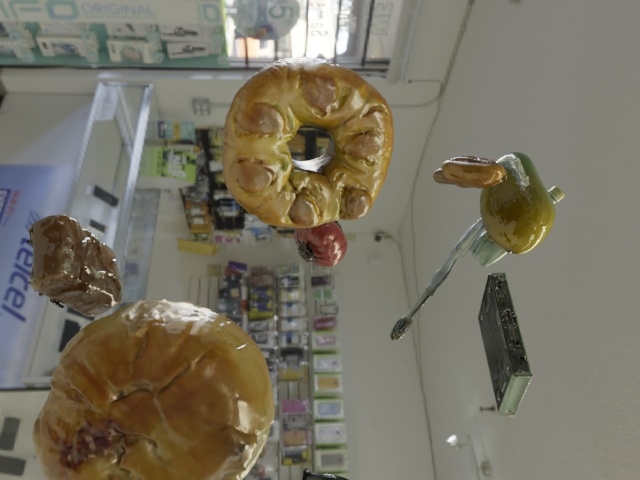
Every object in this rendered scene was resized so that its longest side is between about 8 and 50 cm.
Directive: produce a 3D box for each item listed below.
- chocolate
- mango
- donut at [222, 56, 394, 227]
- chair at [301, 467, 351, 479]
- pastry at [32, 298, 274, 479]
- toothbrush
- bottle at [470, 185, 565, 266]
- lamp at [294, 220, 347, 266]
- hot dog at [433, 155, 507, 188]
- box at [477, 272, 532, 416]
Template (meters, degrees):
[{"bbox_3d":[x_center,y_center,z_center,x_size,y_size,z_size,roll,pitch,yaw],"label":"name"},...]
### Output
[{"bbox_3d":[-0.463,0.053,1.054,0.214,0.093,0.148,60,14,-65],"label":"chocolate"},{"bbox_3d":[0.387,-0.077,1.097,0.091,0.137,0.238,44,29,-38],"label":"mango"},{"bbox_3d":[-0.016,-0.123,0.695,0.114,0.226,0.227,-118,-153,-62],"label":"donut"},{"bbox_3d":[0.005,0.395,0.701,0.104,0.095,0.222,46,31,-19],"label":"chair"},{"bbox_3d":[-0.274,0.302,0.946,0.245,0.409,0.410,106,-17,-85],"label":"pastry"},{"bbox_3d":[0.300,0.087,1.346,0.413,0.035,0.042,-49,179,-19],"label":"toothbrush"},{"bbox_3d":[0.508,-0.040,1.403,0.269,0.083,0.083,-45,-155,20],"label":"bottle"},{"bbox_3d":[0.000,0.000,1.009,0.107,0.092,0.107,38,-25,21],"label":"lamp"},{"bbox_3d":[0.278,-0.126,1.025,0.090,0.140,0.060,-29,127,-57],"label":"hot dog"},{"bbox_3d":[0.407,0.229,1.225,0.211,0.045,0.270,84,6,-48],"label":"box"}]
